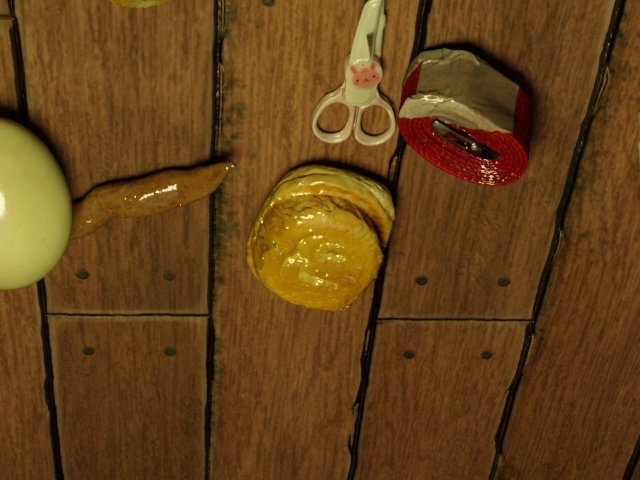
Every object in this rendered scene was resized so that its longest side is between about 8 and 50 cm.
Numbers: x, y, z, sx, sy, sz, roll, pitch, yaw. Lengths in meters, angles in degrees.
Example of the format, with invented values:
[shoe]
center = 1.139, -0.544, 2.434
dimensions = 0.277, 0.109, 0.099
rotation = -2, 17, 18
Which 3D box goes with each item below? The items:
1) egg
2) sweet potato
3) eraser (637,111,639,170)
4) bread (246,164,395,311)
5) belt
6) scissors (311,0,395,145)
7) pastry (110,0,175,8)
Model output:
[egg]
center = -0.434, -0.050, 1.550
dimensions = 0.188, 0.189, 0.254
rotation = 1, 125, -6
[sweet potato]
center = -0.243, -0.068, 1.634
dimensions = 0.281, 0.059, 0.067
rotation = -16, 142, 10
[eraser]
center = 0.522, -0.055, 1.665
dimensions = 0.081, 0.124, 0.279
rotation = -14, 129, 6
[bread]
center = -0.003, -0.001, 1.669
dimensions = 0.198, 0.120, 0.236
rotation = 17, 126, -15
[belt]
center = 0.198, -0.173, 1.545
dimensions = 0.201, 0.124, 0.128
rotation = 30, 141, -20
[scissors]
center = 0.056, -0.229, 1.543
dimensions = 0.118, 0.030, 0.242
rotation = 2, 133, -6
[pastry]
center = -0.225, -0.370, 1.364
dimensions = 0.182, 0.093, 0.192
rotation = 20, 125, -23
